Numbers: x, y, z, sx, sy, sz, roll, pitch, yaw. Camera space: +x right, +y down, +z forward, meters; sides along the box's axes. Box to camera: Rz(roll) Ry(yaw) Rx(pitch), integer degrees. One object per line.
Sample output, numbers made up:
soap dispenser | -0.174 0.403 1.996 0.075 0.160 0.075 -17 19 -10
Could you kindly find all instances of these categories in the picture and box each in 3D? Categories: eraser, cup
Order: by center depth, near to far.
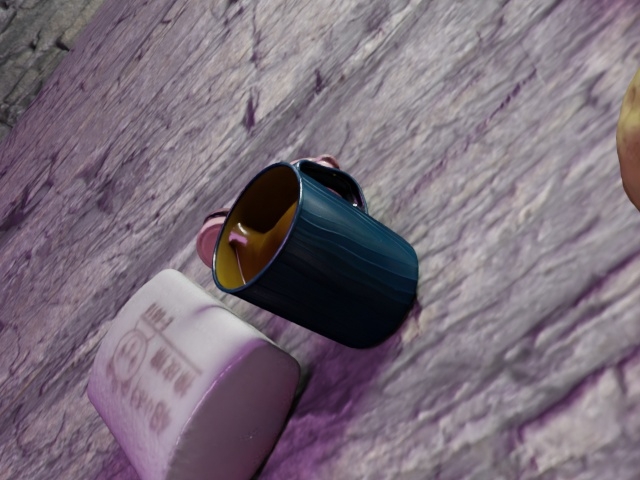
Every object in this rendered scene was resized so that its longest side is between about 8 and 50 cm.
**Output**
cup | 0.005 0.002 0.750 0.113 0.138 0.150 4 68 57
eraser | -0.138 0.142 0.893 0.174 0.095 0.270 -59 31 -3

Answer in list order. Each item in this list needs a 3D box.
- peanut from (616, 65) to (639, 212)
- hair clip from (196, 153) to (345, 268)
peanut | 0.264 -0.149 0.510 0.147 0.147 0.319 25 92 60
hair clip | -0.032 -0.010 0.852 0.138 0.123 0.102 -31 21 46
